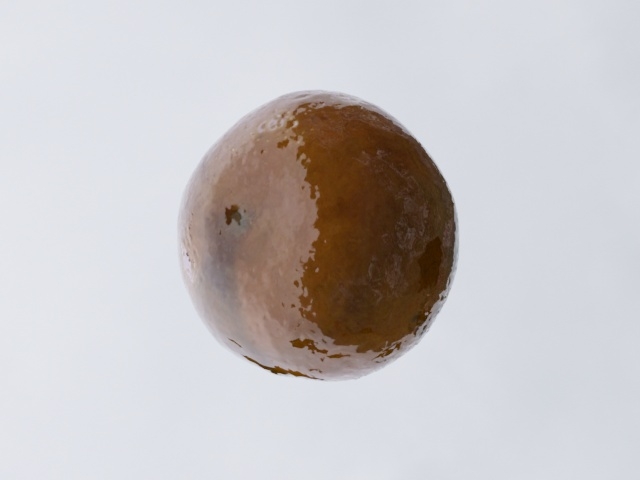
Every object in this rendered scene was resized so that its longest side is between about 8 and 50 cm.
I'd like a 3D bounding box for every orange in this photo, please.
[{"bbox_3d":[0.000,0.000,0.904,0.171,0.240,0.240,25,-121,-55],"label":"orange"}]
